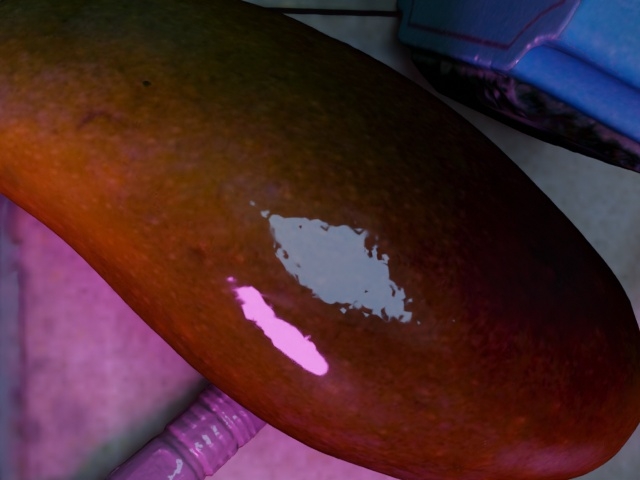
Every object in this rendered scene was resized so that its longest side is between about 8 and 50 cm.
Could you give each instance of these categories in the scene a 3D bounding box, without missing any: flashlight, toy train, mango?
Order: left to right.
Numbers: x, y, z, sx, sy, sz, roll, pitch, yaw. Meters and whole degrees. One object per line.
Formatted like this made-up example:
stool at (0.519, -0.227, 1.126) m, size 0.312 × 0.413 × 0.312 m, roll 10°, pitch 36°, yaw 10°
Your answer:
flashlight at (-0.056, 0.083, 0.568) m, size 0.052 × 0.031 × 0.110 m, roll 43°, pitch 69°, yaw 13°
mango at (0.000, 0.000, 0.543) m, size 0.267 × 0.111 × 0.133 m, roll 31°, pitch 49°, yaw -13°
toy train at (0.105, -0.104, 0.556) m, size 0.107 × 0.198 × 0.154 m, roll 27°, pitch 93°, yaw -18°
